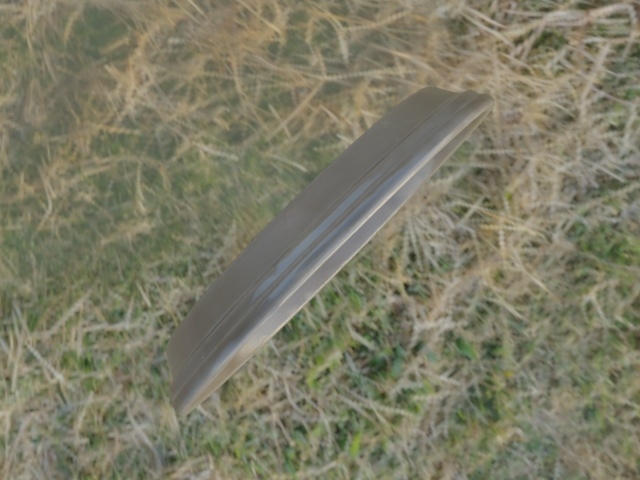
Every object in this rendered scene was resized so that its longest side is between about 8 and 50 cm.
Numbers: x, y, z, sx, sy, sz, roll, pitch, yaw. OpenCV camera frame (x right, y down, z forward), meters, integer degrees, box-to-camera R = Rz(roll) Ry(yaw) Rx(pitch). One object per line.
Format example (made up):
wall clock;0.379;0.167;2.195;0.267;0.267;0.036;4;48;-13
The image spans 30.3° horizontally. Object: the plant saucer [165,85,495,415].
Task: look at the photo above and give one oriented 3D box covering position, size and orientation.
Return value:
plant saucer;0.000;0.000;0.745;0.278;0.278;0.041;-45;86;3
